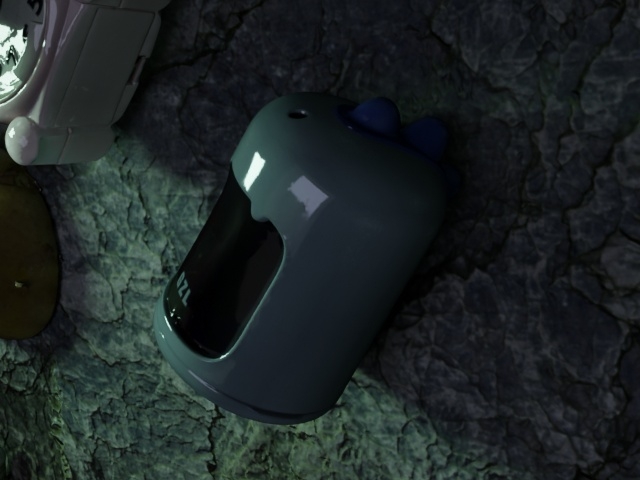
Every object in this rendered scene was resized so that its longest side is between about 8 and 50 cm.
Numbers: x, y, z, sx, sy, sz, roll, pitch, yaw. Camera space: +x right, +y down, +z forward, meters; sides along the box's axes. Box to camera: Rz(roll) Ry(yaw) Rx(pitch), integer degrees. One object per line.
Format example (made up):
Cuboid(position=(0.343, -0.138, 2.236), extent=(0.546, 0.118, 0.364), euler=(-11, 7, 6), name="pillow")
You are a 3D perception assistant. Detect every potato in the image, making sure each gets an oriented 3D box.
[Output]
Cuboid(position=(-0.493, 0.014, 1.447), extent=(0.239, 0.116, 0.299), euler=(-3, 102, 26), name="potato")

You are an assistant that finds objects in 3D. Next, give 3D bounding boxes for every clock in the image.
Cuboid(position=(-0.367, -0.297, 1.256), extent=(0.326, 0.184, 0.342), euler=(40, 114, 21), name="clock")

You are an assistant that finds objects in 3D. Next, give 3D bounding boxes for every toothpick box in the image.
Cuboid(position=(0.000, 0.000, 1.091), extent=(0.263, 0.263, 0.355), euler=(38, 117, 17), name="toothpick box")

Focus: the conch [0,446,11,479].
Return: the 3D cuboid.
Cuboid(position=(-0.576, 0.495, 1.584), extent=(0.203, 0.169, 0.386), euler=(27, 119, -6), name="conch")
